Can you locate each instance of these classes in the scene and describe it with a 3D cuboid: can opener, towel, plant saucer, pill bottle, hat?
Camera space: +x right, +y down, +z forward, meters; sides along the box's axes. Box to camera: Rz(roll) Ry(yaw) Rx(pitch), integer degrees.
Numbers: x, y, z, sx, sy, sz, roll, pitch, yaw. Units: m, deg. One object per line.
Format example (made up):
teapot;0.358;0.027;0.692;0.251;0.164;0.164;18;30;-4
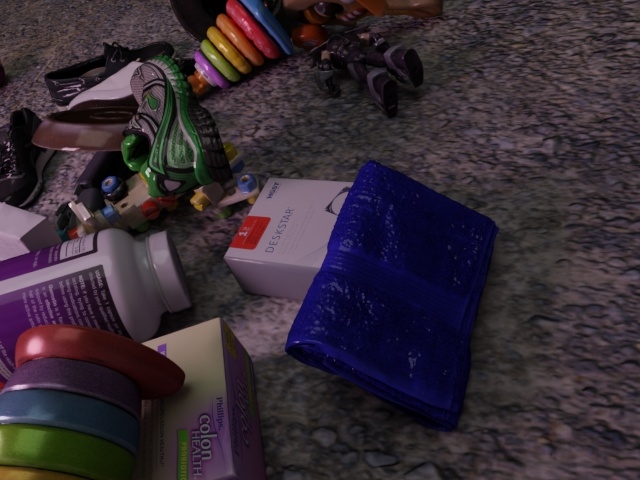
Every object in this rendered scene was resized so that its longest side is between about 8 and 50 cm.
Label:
can opener;-0.431;-0.107;1.146;0.095;0.076;0.283;-9;45;24
towel;0.111;0.053;0.728;0.228;0.076;0.308;28;56;-9
plant saucer;-0.422;-0.236;1.176;0.311;0.050;0.310;1;22;0
pill bottle;-0.367;0.092;0.857;0.323;0.181;0.181;-17;45;-8
hat;-0.211;-0.609;1.447;0.332;0.331;0.134;-33;9;-10

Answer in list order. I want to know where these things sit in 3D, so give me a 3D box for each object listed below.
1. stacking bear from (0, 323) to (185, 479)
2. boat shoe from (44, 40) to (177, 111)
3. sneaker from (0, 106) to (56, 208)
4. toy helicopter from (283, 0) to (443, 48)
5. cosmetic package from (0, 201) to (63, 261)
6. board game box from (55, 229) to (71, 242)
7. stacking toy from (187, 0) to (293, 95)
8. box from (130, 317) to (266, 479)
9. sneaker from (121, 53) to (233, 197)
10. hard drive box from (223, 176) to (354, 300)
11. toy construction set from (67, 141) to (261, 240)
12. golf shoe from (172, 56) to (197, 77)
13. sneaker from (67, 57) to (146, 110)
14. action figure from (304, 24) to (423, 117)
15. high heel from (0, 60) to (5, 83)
stacking bear;-0.263;0.244;0.560;0.176;0.164;0.288;-7;53;15
boat shoe;-0.542;-0.449;1.474;0.340;0.113;0.127;-22;45;1
sneaker;-0.687;-0.185;1.281;0.107;0.124;0.283;-14;46;9
toy helicopter;0.096;-0.526;1.255;0.356;0.235;0.140;-1;88;-3
cosmetic package;-0.532;-0.012;0.974;0.239;0.098;0.060;15;51;29
board game box;-0.620;0.117;1.014;0.254;0.079;0.335;7;53;25
stacking toy;-0.225;-0.414;1.315;0.302;0.166;0.175;-42;57;7
box;-0.206;0.245;0.719;0.243;0.117;0.213;-20;46;4
sneaker;-0.268;-0.197;0.948;0.147;0.134;0.343;-22;44;-14
hard drive box;0.000;0.000;0.884;0.232;0.089;0.181;5;51;24
toy construction set;-0.287;-0.077;1.032;0.328;0.151;0.215;-26;45;-19
golf shoe;-0.370;-0.412;1.404;0.198;0.077;0.093;-14;40;2
sneaker;-0.448;-0.345;1.334;0.291;0.106;0.123;-9;58;19
action figure;0.084;-0.360;1.180;0.185;0.099;0.285;-38;43;-5
high heel;-1.048;-0.381;1.639;0.377;0.127;0.181;-50;23;-19
